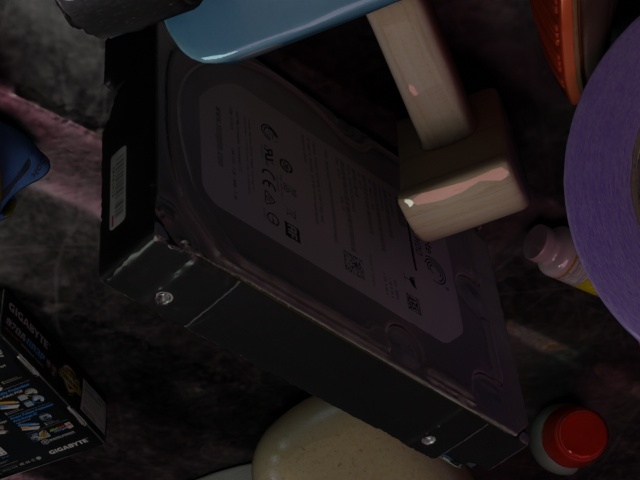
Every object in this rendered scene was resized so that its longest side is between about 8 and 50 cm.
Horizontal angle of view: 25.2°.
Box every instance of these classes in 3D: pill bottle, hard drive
[{"bbox_3d":[0.207,0.014,1.167,0.083,0.043,0.043,22,129,-26],"label":"pill bottle"},{"bbox_3d":[0.000,0.000,0.989,0.339,0.237,0.064,33,124,-33],"label":"hard drive"}]

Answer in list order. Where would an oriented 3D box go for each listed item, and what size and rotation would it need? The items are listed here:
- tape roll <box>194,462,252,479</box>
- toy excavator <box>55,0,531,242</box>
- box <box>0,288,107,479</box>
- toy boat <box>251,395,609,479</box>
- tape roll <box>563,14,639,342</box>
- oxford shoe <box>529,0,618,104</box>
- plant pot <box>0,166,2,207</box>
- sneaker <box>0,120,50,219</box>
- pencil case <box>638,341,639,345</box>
[{"bbox_3d":[-0.022,0.362,1.477,0.392,0.072,0.392,-3,136,-3],"label":"tape roll"},{"bbox_3d":[0.012,-0.196,0.822,0.222,0.445,0.432,-20,93,14],"label":"toy excavator"},{"bbox_3d":[-0.320,0.144,1.229,0.220,0.051,0.175,-20,134,13],"label":"box"},{"bbox_3d":[0.112,0.232,1.279,0.318,0.267,0.148,-25,171,-3],"label":"toy boat"},{"bbox_3d":[0.300,-0.038,0.919,0.275,0.274,0.090,-23,170,16],"label":"tape roll"},{"bbox_3d":[0.185,-0.201,0.910,0.098,0.097,0.271,-11,136,-4],"label":"oxford shoe"},{"bbox_3d":[-0.356,-0.001,0.891,0.254,0.239,0.254,4,120,6],"label":"plant pot"},{"bbox_3d":[-0.282,-0.011,1.063,0.082,0.069,0.209,28,126,-35],"label":"sneaker"},{"bbox_3d":[0.286,0.008,1.112,0.114,0.124,0.273,7,145,32],"label":"pencil case"}]
